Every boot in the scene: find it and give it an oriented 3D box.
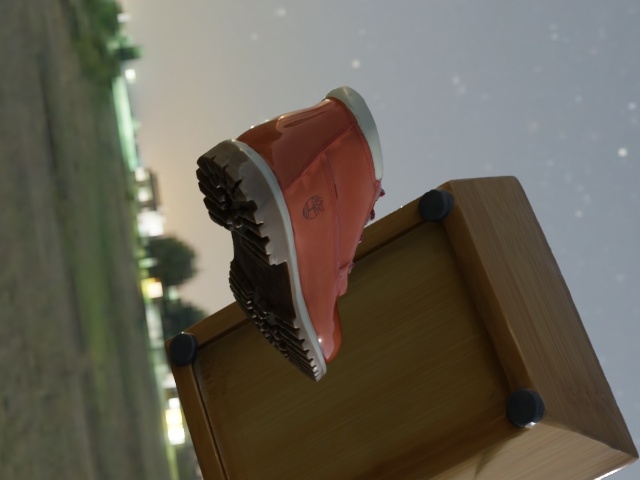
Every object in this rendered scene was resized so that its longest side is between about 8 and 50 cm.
[{"bbox_3d":[0.000,0.000,0.761,0.059,0.084,0.158,38,-27,33],"label":"boot"}]

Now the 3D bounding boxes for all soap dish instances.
[{"bbox_3d":[0.039,0.106,1.125,0.118,0.291,0.229,35,30,-55],"label":"soap dish"}]
